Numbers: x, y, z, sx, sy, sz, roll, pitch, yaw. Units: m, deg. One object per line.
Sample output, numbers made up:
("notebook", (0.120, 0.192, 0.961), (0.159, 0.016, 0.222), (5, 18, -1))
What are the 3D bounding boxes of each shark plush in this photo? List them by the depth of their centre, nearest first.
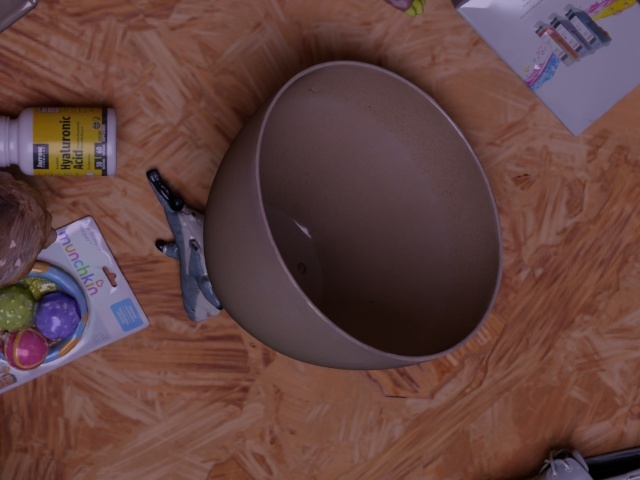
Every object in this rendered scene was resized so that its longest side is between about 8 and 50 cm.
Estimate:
("shark plush", (-0.134, 0.010, 1.860), (0.067, 0.073, 0.161), (-11, 127, 33))

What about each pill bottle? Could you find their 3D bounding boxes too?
("pill bottle", (-0.248, -0.092, 1.788), (0.116, 0.065, 0.065), (0, 116, -6))

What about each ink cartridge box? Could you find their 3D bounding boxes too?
("ink cartridge box", (0.214, -0.211, 1.745), (0.127, 0.128, 0.176), (-40, 115, 13))

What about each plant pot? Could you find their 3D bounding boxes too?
("plant pot", (0.000, 0.000, 1.774), (0.284, 0.284, 0.191), (39, 141, -22))

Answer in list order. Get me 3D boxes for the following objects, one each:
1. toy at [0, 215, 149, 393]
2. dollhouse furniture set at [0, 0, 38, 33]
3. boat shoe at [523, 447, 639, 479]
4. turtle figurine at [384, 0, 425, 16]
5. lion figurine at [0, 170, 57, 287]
("toy", (-0.301, 0.088, 1.876), (0.237, 0.056, 0.137), (-23, 118, 5))
("dollhouse furniture set", (-0.335, -0.204, 1.746), (0.151, 0.058, 0.076), (-39, 108, -8))
("boat shoe", (0.268, 0.254, 2.018), (0.227, 0.079, 0.081), (-6, 108, -9))
("turtle figurine", (0.120, -0.294, 1.649), (0.087, 0.269, 0.217), (5, 143, -36))
("lion figurine", (-0.449, -0.051, 1.736), (0.240, 0.142, 0.392), (-37, 122, 26))
